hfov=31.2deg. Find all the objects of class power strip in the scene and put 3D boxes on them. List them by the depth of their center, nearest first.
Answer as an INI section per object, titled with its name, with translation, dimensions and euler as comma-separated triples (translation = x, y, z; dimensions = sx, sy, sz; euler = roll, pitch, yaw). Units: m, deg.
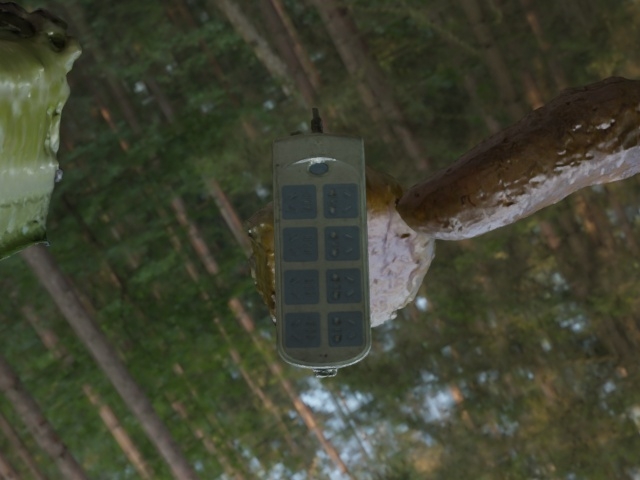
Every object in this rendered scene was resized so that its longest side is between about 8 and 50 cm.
[power strip]
translation = 0.000, 0.000, 0.953
dimensions = 0.080, 0.227, 0.029
euler = -2, 174, 2

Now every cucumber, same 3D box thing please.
[cucumber]
translation = -0.225, -0.048, 0.537
dimensions = 0.105, 0.145, 0.325
euler = 11, -169, 8

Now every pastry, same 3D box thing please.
[pastry]
translation = 0.026, 0.008, 1.467
dimensions = 0.235, 0.257, 0.121
euler = -17, -138, -9

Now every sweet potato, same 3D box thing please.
[sweet potato]
translation = 0.232, -0.089, 1.007
dimensions = 0.341, 0.092, 0.114
euler = -20, 163, -13
